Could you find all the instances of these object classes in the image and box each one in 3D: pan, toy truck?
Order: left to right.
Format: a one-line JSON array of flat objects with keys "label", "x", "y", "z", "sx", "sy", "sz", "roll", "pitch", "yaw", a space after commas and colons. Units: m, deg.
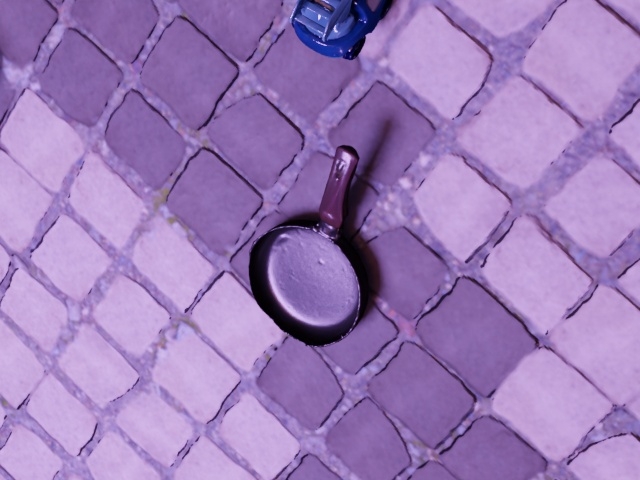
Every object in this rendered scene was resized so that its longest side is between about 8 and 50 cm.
[{"label": "pan", "x": 0.002, "y": -0.002, "z": 1.186, "sx": 0.115, "sy": 0.040, "sz": 0.212, "roll": 30, "pitch": 130, "yaw": 15}, {"label": "toy truck", "x": 0.028, "y": -0.206, "z": 1.073, "sx": 0.063, "sy": 0.074, "sz": 0.136, "roll": 29, "pitch": 82, "yaw": 13}]
